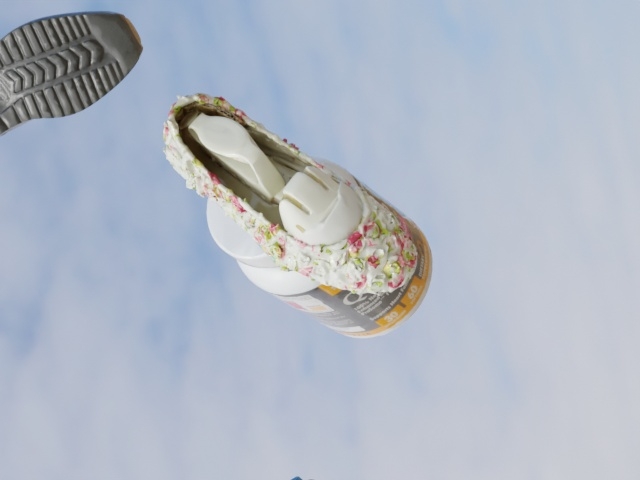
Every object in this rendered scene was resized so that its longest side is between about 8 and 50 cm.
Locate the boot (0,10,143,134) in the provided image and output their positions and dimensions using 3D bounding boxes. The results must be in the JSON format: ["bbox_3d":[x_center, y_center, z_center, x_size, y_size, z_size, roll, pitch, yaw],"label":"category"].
[{"bbox_3d":[-0.213,-0.138,1.443,0.077,0.198,0.137,65,-159,-13],"label":"boot"}]

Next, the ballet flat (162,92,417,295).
[{"bbox_3d":[-0.033,-0.038,1.431,0.091,0.241,0.077,-52,-24,-16],"label":"ballet flat"}]

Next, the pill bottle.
[{"bbox_3d":[0.000,0.000,2.070,0.278,0.162,0.162,33,-131,-56],"label":"pill bottle"}]

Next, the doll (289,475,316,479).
[{"bbox_3d":[-0.009,0.243,1.391,0.189,0.046,0.129,37,-133,-36],"label":"doll"}]
